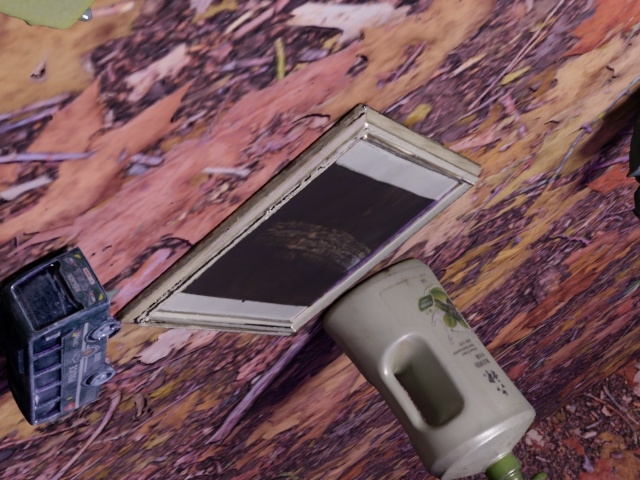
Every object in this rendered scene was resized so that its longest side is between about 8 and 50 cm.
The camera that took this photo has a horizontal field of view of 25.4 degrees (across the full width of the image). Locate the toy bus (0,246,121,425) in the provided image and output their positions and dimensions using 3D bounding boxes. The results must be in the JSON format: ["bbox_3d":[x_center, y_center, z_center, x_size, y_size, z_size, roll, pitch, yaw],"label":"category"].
[{"bbox_3d":[-0.163,0.064,0.877,0.065,0.047,0.166,-25,161,-21],"label":"toy bus"}]

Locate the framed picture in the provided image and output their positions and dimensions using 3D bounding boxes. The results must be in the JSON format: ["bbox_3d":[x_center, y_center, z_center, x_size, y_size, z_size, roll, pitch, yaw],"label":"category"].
[{"bbox_3d":[0.000,0.000,1.069,0.231,0.018,0.293,-40,163,14],"label":"framed picture"}]

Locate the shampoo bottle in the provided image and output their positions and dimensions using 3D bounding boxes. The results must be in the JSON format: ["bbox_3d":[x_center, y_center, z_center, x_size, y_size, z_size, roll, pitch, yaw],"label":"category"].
[{"bbox_3d":[0.113,0.135,1.272,0.118,0.234,0.087,-26,160,-30],"label":"shampoo bottle"}]

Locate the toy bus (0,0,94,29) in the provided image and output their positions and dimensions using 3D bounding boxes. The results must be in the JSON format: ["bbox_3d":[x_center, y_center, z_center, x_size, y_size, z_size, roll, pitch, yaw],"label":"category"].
[{"bbox_3d":[-0.064,-0.144,0.390,0.088,0.101,0.175,18,130,-43],"label":"toy bus"}]

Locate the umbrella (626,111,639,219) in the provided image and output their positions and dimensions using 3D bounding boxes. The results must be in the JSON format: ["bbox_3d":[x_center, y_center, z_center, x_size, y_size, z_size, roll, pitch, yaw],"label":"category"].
[{"bbox_3d":[0.356,-0.137,1.256,0.143,0.094,0.349,-9,148,-19],"label":"umbrella"}]
